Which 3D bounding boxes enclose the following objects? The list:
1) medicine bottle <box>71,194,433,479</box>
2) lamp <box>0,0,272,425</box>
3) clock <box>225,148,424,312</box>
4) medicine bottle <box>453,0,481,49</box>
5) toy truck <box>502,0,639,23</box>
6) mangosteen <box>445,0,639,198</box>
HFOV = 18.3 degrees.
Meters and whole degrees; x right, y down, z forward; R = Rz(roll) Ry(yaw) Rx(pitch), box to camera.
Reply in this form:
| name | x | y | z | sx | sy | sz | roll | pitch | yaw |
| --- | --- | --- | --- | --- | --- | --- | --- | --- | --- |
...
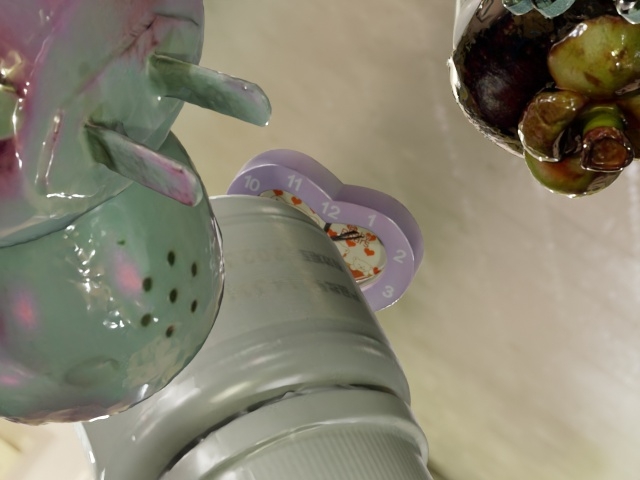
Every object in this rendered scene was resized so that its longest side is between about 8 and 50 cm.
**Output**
| name | x | y | z | sx | sy | sz | roll | pitch | yaw |
| --- | --- | --- | --- | --- | --- | --- | --- | --- | --- |
| medicine bottle | -0.049 | 0.145 | 1.477 | 0.306 | 0.245 | 0.245 | 61 | -173 | 35 |
| lamp | -0.130 | -0.043 | 0.966 | 0.247 | 0.247 | 0.301 | 24 | 146 | 30 |
| clock | 0.000 | 0.000 | 1.932 | 0.198 | 0.064 | 0.172 | 26 | 130 | 6 |
| medicine bottle | 0.229 | -0.282 | 2.227 | 0.157 | 0.157 | 0.289 | 39 | -151 | -19 |
| toy truck | 0.159 | -0.207 | 1.232 | 0.085 | 0.116 | 0.191 | 34 | 171 | -27 |
| mangosteen | 0.251 | -0.182 | 1.949 | 0.233 | 0.288 | 0.287 | 34 | 171 | -5 |
